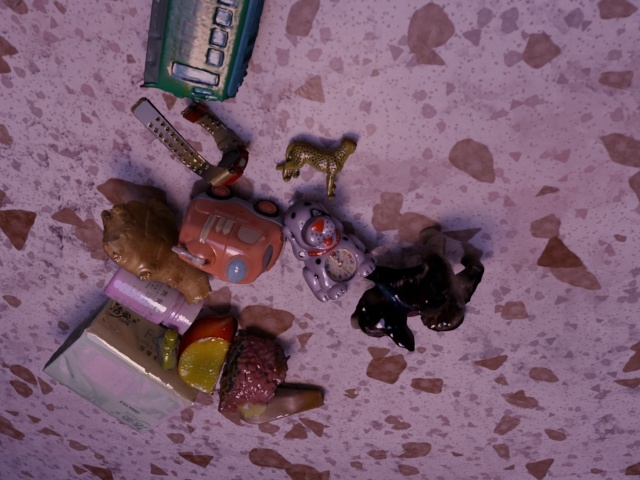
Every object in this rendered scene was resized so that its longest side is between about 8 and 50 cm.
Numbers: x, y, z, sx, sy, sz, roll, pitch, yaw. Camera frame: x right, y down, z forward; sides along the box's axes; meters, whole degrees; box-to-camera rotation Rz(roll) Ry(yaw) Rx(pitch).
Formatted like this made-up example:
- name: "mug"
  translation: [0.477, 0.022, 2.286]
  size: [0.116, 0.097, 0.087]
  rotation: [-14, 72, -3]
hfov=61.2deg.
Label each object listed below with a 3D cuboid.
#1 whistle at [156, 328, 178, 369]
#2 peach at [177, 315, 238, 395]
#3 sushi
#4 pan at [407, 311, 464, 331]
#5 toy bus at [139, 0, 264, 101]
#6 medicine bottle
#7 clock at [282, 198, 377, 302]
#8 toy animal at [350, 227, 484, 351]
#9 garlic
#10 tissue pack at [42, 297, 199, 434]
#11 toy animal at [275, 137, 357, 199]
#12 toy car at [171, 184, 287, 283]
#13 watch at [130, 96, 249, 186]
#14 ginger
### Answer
- name: "whistle"
  translation: [-0.442, 0.309, 1.587]
  size: [0.057, 0.104, 0.198]
  rotation: [-7, 151, -28]
- name: "peach"
  translation: [-0.349, 0.316, 1.648]
  size: [0.154, 0.159, 0.267]
  rotation: [14, 118, -14]
- name: "sushi"
  translation: [-0.213, 0.434, 1.672]
  size: [0.171, 0.236, 0.270]
  rotation: [19, 131, -18]
- name: "pan"
  translation: [0.291, 0.203, 1.497]
  size: [0.212, 0.040, 0.115]
  rotation: [6, 129, -1]
- name: "toy bus"
  translation: [-0.214, -0.435, 1.034]
  size: [0.199, 0.183, 0.343]
  rotation: [18, 130, -8]
- name: "medicine bottle"
  translation: [-0.475, 0.154, 1.563]
  size: [0.254, 0.152, 0.152]
  rotation: [34, 127, -14]
- name: "clock"
  translation: [0.003, 0.002, 1.344]
  size: [0.189, 0.189, 0.254]
  rotation: [-22, 112, 26]
- name: "toy animal"
  translation: [0.205, 0.143, 1.308]
  size: [0.344, 0.302, 0.194]
  rotation: [-31, 112, 30]
- name: "garlic"
  translation: [-0.138, 0.548, 1.807]
  size: [0.318, 0.143, 0.112]
  rotation: [-7, 82, 13]
- name: "tissue pack"
  translation: [-0.620, 0.408, 1.755]
  size: [0.405, 0.205, 0.332]
  rotation: [41, 125, -19]
- name: "toy animal"
  translation: [-0.016, -0.189, 1.258]
  size: [0.181, 0.073, 0.136]
  rotation: [21, 121, 12]
- name: "toy car"
  translation: [-0.228, 0.004, 1.352]
  size: [0.270, 0.212, 0.180]
  rotation: [20, 128, -3]
- name: "watch"
  translation: [-0.278, -0.236, 1.206]
  size: [0.102, 0.165, 0.268]
  rotation: [-30, 118, 29]
- name: "ginger"
  translation: [-0.426, 0.028, 1.419]
  size: [0.166, 0.236, 0.375]
  rotation: [-30, 153, -4]
